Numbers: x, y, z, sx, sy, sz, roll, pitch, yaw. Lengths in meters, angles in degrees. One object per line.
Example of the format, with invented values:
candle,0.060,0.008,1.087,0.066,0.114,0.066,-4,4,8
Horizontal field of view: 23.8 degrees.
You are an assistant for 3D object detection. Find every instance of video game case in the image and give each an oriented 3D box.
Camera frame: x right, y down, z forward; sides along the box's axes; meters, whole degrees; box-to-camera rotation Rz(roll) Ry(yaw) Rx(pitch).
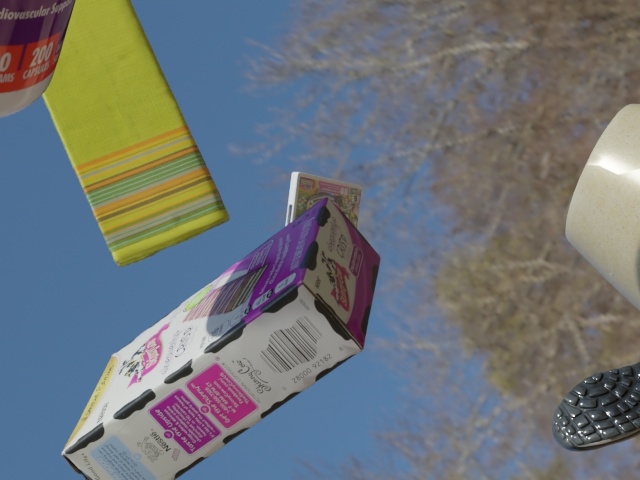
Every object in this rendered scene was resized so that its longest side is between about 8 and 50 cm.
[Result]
video game case,0.000,0.000,1.482,0.087,0.011,0.122,11,-95,-42

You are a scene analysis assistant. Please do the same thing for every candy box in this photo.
candy box,-0.070,0.083,1.129,0.233,0.159,0.071,-37,-76,19

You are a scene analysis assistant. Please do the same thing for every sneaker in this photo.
sneaker,0.445,0.222,2.025,0.283,0.107,0.124,-27,-44,-7

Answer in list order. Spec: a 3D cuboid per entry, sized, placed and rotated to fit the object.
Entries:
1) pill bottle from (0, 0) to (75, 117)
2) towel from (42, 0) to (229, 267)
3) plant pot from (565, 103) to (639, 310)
pill bottle,-0.222,-0.248,0.965,0.181,0.181,0.323,-6,-49,-39
towel,-0.166,-0.101,1.245,0.102,0.237,0.021,-22,-12,-16
plant pot,0.349,0.000,1.227,0.256,0.274,0.256,-48,-26,-34
